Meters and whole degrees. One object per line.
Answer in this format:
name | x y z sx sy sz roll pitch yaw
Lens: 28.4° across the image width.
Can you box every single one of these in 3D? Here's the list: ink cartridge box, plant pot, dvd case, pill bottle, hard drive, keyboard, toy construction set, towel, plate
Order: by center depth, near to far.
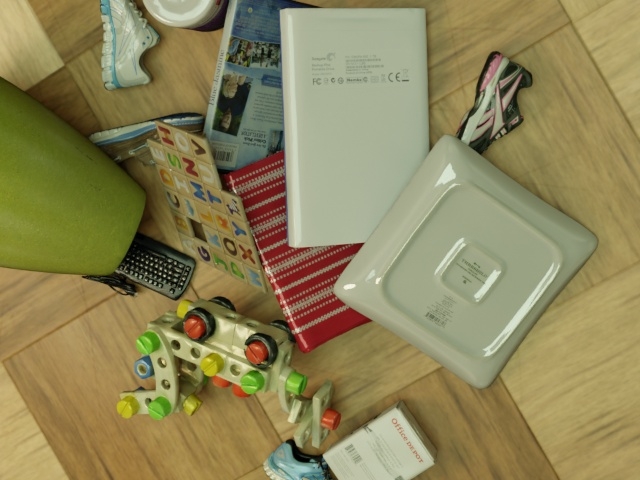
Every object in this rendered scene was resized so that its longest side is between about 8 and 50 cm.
pill bottle | -0.167 -0.342 1.736 0.108 0.193 0.108 1 96 12
plate | 0.203 0.040 1.739 0.277 0.045 0.278 34 101 -14
hard drive | 0.050 -0.157 1.740 0.210 0.040 0.319 -4 97 -23
dvd case | -0.071 -0.210 1.757 0.022 0.180 0.253 22 103 49
towel | 0.000 0.000 1.773 0.198 0.031 0.275 -25 92 -26
plant pot | -0.405 -0.067 1.776 0.293 0.275 0.275 24 102 -18
toy construction set | -0.128 0.196 1.804 0.327 0.151 0.215 14 113 9
ink cartridge box | 0.088 0.309 1.830 0.135 0.056 0.099 -34 89 13
keyboard | -0.289 0.036 1.885 0.192 0.038 0.100 24 100 9

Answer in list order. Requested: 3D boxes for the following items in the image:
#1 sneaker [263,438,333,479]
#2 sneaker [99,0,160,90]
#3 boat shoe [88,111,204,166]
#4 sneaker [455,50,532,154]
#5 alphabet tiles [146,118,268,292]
sneaker | -0.004 0.352 1.851 0.162 0.063 0.073 34 98 6
sneaker | -0.274 -0.314 1.833 0.082 0.071 0.191 0 105 5
boat shoe | -0.247 -0.143 1.847 0.183 0.066 0.066 -10 99 22
sneaker | 0.239 -0.165 1.742 0.077 0.072 0.178 21 106 -2
alphabet tiles | -0.162 -0.052 1.750 0.198 0.009 0.237 24 139 45
